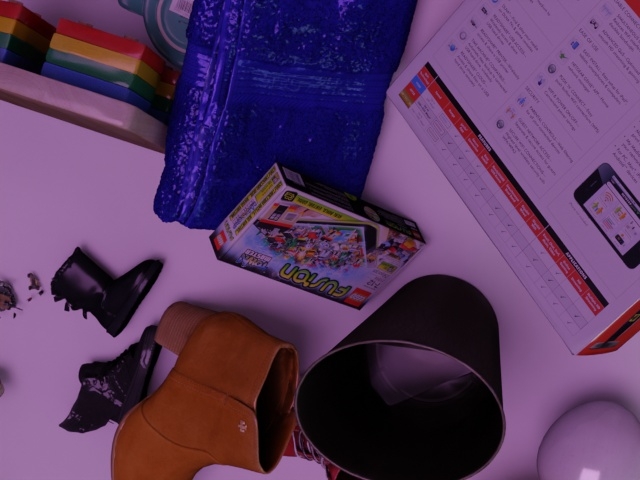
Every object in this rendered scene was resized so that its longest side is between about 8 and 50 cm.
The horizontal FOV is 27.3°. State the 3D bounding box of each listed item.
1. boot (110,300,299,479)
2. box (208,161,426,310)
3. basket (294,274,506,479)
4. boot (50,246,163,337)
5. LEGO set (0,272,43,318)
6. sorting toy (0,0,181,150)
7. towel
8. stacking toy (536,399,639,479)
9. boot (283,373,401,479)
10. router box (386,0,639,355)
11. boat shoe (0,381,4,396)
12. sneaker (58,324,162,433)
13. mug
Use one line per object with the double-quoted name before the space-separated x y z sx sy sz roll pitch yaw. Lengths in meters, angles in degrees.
"boot" -0.126 0.223 1.450 0.211 0.104 0.295 23 103 47
"box" 0.000 0.000 1.363 0.207 0.036 0.114 21 123 -40
"basket" 0.101 0.131 1.345 0.204 0.227 0.154 4 109 14
"boot" -0.249 0.045 1.520 0.099 0.045 0.121 38 115 4
"LEGO set" -0.370 0.066 1.577 0.083 0.023 0.054 -9 108 5
"sorting toy" -0.268 -0.175 1.348 0.255 0.257 0.089 18 89 7
"towel" -0.032 -0.142 1.319 0.228 0.076 0.308 5 117 -21
"stacking toy" 0.217 0.390 1.405 0.351 0.350 0.480 20 95 9
"boot" -0.009 0.219 1.436 0.244 0.176 0.088 -8 108 21
"router box" 0.256 -0.116 1.197 0.301 0.082 0.335 -47 62 30
"boat shoe" -0.495 0.163 1.612 0.224 0.080 0.073 2 114 20
"sneaker" -0.247 0.163 1.554 0.089 0.051 0.170 20 116 4
"mug" -0.128 -0.232 1.358 0.158 0.097 0.129 -21 102 21
